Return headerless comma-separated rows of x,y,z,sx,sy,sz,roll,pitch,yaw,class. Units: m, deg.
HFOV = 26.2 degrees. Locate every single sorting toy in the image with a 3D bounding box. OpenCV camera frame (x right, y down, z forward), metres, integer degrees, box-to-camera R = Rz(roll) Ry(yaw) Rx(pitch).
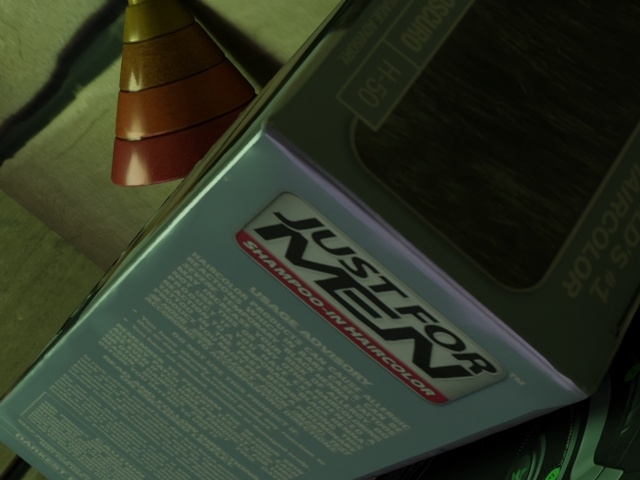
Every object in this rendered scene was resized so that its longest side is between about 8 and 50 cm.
-0.035,-0.100,0.798,0.365,0.127,0.126,12,123,59,sorting toy

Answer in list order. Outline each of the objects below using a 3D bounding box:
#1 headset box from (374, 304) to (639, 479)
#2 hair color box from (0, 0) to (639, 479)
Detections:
0.146,0.054,0.421,0.131,0.246,0.283,39,167,-5,headset box
0.000,0.000,0.536,0.113,0.185,0.374,40,150,-7,hair color box
